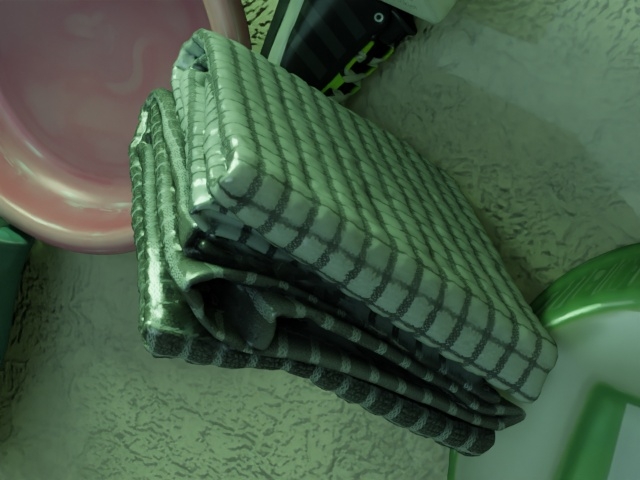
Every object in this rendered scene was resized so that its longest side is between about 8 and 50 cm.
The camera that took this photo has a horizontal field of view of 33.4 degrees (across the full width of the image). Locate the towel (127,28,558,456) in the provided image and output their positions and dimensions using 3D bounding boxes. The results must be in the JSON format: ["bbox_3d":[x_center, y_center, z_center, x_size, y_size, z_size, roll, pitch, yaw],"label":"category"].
[{"bbox_3d":[0.000,0.000,0.670,0.235,0.283,0.121,29,109,-23],"label":"towel"}]

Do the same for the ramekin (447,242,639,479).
[{"bbox_3d":[0.230,0.155,0.688,0.304,0.148,0.303,3,97,26],"label":"ramekin"}]

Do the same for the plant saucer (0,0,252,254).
[{"bbox_3d":[-0.193,-0.155,0.867,0.332,0.084,0.332,10,114,22],"label":"plant saucer"}]

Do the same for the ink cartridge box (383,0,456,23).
[{"bbox_3d":[-0.028,-0.294,0.594,0.207,0.353,0.119,33,82,33],"label":"ink cartridge box"}]

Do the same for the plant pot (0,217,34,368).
[{"bbox_3d":[-0.390,0.060,0.934,0.272,0.272,0.255,34,97,19],"label":"plant pot"}]

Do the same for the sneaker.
[{"bbox_3d":[0.019,-0.152,0.793,0.097,0.084,0.234,18,104,22],"label":"sneaker"}]
